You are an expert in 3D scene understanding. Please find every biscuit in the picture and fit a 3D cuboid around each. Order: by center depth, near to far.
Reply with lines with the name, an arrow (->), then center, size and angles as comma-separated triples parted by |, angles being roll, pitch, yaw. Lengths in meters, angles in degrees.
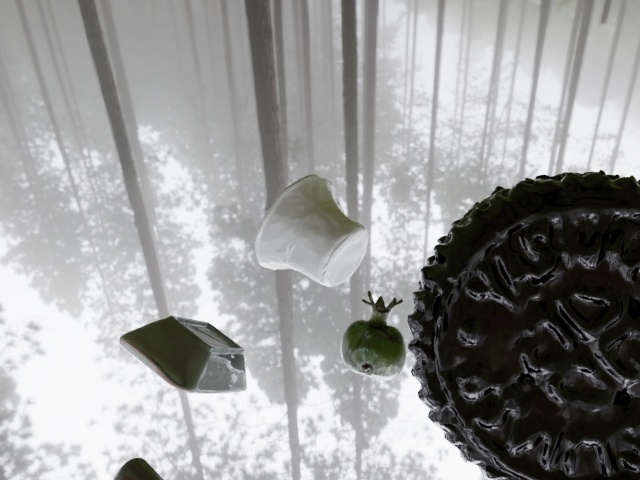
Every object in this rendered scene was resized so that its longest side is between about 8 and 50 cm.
biscuit -> 0.144, 0.053, 0.303 | 0.195, 0.194, 0.053 | 0, 180, 4

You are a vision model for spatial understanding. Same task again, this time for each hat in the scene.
hat -> 0.000, 0.000, 0.907 | 0.126, 0.203, 0.203 | 36, -134, 29

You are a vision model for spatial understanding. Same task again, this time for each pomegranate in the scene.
pomegranate -> 0.128, 0.215, 1.225 | 0.152, 0.191, 0.131 | 16, 176, 8

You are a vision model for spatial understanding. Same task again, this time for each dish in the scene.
dish -> -0.202, 0.170, 0.845 | 0.154, 0.064, 0.234 | 31, 179, 22

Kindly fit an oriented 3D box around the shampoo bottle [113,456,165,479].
shampoo bottle -> -0.170, 0.312, 0.586 | 0.165, 0.080, 0.040 | 27, -176, 34
